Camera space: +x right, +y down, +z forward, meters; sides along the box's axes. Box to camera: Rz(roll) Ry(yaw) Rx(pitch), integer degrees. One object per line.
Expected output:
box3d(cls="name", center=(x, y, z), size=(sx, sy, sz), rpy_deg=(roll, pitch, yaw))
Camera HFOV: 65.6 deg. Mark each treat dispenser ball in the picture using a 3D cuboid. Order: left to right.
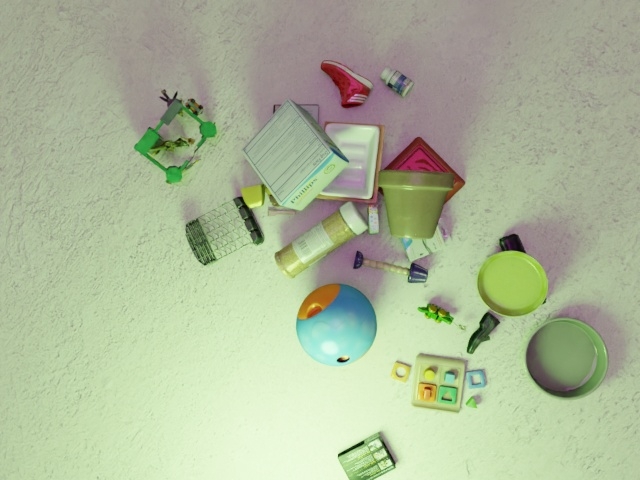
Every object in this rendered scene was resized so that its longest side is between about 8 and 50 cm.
box3d(cls="treat dispenser ball", center=(0.056, 0.296, 1.752), size=(0.287, 0.288, 0.289), rpy_deg=(0, 87, 5))

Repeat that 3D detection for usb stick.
box3d(cls="usb stick", center=(0.740, 0.109, 1.820), size=(0.077, 0.045, 0.278), rpy_deg=(-23, 85, 0))

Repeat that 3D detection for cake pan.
box3d(cls="cake pan", center=(0.873, 0.421, 1.787), size=(0.292, 0.054, 0.294), rpy_deg=(0, 87, 5))

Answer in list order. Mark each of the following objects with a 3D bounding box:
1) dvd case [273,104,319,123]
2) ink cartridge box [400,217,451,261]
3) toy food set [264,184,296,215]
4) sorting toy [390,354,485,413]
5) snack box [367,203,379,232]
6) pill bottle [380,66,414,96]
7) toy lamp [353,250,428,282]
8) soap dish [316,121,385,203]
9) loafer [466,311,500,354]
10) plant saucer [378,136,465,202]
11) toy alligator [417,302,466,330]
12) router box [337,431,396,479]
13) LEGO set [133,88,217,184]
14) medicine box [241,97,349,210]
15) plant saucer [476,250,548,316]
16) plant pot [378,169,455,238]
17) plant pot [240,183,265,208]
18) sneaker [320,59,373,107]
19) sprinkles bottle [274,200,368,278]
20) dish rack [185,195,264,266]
box3d(cls="dvd case", center=(-0.099, -0.404, 1.930), size=(0.180, 0.022, 0.253), rpy_deg=(1, 85, 5))
box3d(cls="ink cartridge box", center=(0.394, -0.005, 1.843), size=(0.180, 0.060, 0.104), rpy_deg=(-23, 95, 4))
box3d(cls="toy food set", center=(-0.151, -0.192, 1.921), size=(0.132, 0.038, 0.192), rpy_deg=(-1, 87, 5))
box3d(cls="sorting toy", center=(0.431, 0.530, 1.826), size=(0.347, 0.047, 0.196), rpy_deg=(6, 88, 6))
box3d(cls="snack box", center=(0.194, -0.075, 1.831), size=(0.037, 0.141, 0.101), rpy_deg=(-5, 86, 4))
box3d(cls="pill bottle", center=(0.289, -0.605, 1.886), size=(0.120, 0.067, 0.067), rpy_deg=(37, 91, 6))
box3d(cls="toy lamp", center=(0.262, 0.104, 1.850), size=(0.274, 0.080, 0.080), rpy_deg=(12, 88, 8))
box3d(cls="soap dish", center=(0.114, -0.287, 1.851), size=(0.228, 0.118, 0.291), rpy_deg=(6, 87, 13))
box3d(cls="loafer", center=(0.594, 0.348, 1.815), size=(0.061, 0.062, 0.170), rpy_deg=(32, 92, 1))
box3d(cls="plant saucer", center=(0.369, -0.221, 1.871), size=(0.259, 0.048, 0.258), rpy_deg=(-44, 84, 3))
box3d(cls="toy alligator", center=(0.452, 0.275, 1.838), size=(0.189, 0.056, 0.051), rpy_deg=(22, 49, 6))
box3d(cls="router box", center=(0.170, 0.815, 1.837), size=(0.178, 0.046, 0.133), rpy_deg=(-29, 85, 4))
box3d(cls="LEGO set", center=(-0.568, -0.396, 1.931), size=(0.254, 0.192, 0.332), rpy_deg=(29, 94, -23))
box3d(cls="medicine box", center=(-0.094, -0.303, 1.784), size=(0.263, 0.149, 0.289), rpy_deg=(-43, 68, 17))
box3d(cls="plant saucer", center=(0.691, 0.155, 1.795), size=(0.240, 0.037, 0.241), rpy_deg=(3, 98, 24))
box3d(cls="plant pot", center=(0.326, -0.126, 1.730), size=(0.262, 0.263, 0.230), rpy_deg=(3, 97, 5))
box3d(cls="plant pot", center=(-0.254, -0.169, 1.912), size=(0.081, 0.081, 0.084), rpy_deg=(-11, 98, 5))
box3d(cls="sneaker", center=(0.080, -0.590, 1.897), size=(0.221, 0.087, 0.128), rpy_deg=(28, 89, 7))
box3d(cls="sprinkles bottle", center=(0.000, 0.000, 1.829), size=(0.355, 0.121, 0.121), rpy_deg=(-34, 85, 13))
box3d(cls="dish rack", center=(-0.378, -0.031, 1.921), size=(0.271, 0.074, 0.208), rpy_deg=(-27, 84, 5))
